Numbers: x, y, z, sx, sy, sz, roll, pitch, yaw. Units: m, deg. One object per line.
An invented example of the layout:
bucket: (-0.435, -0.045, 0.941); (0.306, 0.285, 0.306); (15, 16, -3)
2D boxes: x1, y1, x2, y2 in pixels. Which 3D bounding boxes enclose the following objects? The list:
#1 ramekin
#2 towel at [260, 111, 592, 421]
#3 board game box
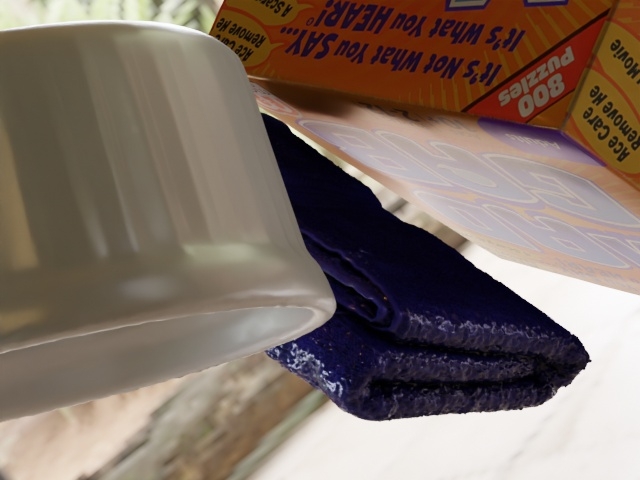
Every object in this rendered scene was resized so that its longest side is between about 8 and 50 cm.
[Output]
ramekin: (-0.141, 0.002, 0.880); (0.277, 0.135, 0.277); (-13, -9, -2)
towel: (0.000, 0.000, 1.208); (0.227, 0.308, 0.076); (0, -61, -48)
board game box: (0.210, -0.181, 1.339); (0.356, 0.356, 0.356); (15, 78, 49)
